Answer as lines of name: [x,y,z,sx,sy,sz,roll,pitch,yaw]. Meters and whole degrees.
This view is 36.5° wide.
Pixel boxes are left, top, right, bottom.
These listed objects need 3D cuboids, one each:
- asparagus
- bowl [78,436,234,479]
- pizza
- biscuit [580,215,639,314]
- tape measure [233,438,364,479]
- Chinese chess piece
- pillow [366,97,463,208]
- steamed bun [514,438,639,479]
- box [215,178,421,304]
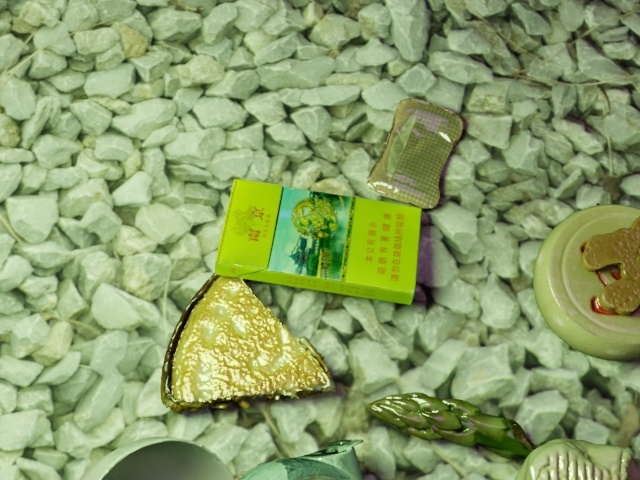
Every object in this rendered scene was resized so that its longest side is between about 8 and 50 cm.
asparagus: [0.214,0.292,1.563,0.287,0.080,0.080,10,69,5]
bowl: [-0.268,0.430,1.442,0.287,0.144,0.286,2,88,-40]
pizza: [-0.120,0.162,1.619,0.288,0.074,0.251,-1,68,-2]
biscuit: [0.544,0.024,1.574,0.236,0.040,0.144,-21,78,-8]
tape measure: [-0.030,0.449,1.435,0.275,0.147,0.256,-16,87,-30]
Chinese chess piece: [0.493,0.068,1.631,0.273,0.102,0.273,0,68,0]
pillow: [0.174,-0.162,1.762,0.135,0.034,0.211,17,68,9]
steamed bun: [0.402,0.453,1.431,0.275,0.206,0.320,-22,69,-24]
box: [0.000,0.000,1.660,0.335,0.047,0.187,9,54,0]
